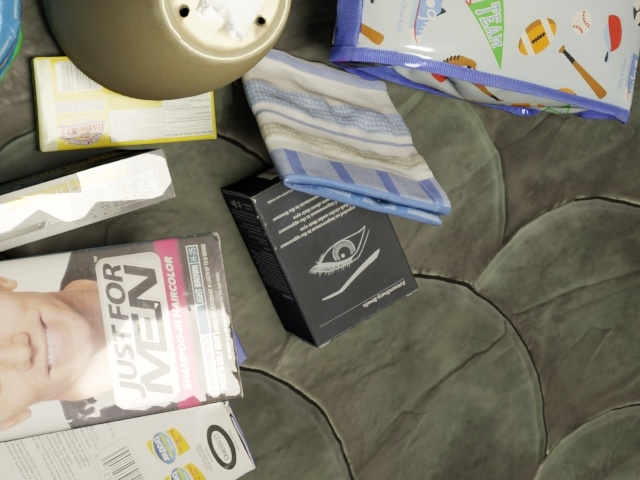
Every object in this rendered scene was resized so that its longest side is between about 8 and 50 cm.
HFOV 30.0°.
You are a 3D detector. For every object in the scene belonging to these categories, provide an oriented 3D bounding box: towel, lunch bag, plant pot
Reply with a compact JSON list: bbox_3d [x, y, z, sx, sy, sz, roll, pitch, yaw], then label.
[{"bbox_3d":[0.021,-0.127,1.351,0.209,0.285,0.034,12,122,-24],"label":"towel"},{"bbox_3d":[0.190,-0.329,1.409,0.385,0.239,0.328,7,92,-35],"label":"lunch bag"},{"bbox_3d":[-0.133,-0.256,1.208,0.256,0.274,0.256,-5,104,-21],"label":"plant pot"}]

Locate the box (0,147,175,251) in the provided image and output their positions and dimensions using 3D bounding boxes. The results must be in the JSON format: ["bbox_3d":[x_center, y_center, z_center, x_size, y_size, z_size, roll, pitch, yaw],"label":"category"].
[{"bbox_3d":[-0.289,-0.041,1.259,0.231,0.183,0.056,-19,100,-20],"label":"box"}]

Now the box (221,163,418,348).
[{"bbox_3d":[0.000,0.000,1.436,0.153,0.108,0.207,-28,108,-18],"label":"box"}]

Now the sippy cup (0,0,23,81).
[{"bbox_3d":[-0.393,-0.228,1.166,0.240,0.224,0.305,8,93,-25],"label":"sippy cup"}]

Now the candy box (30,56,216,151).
[{"bbox_3d":[-0.222,-0.161,1.360,0.206,0.027,0.105,-6,102,-23],"label":"candy box"}]

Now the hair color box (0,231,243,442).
[{"bbox_3d":[-0.264,0.101,1.174,0.347,0.105,0.174,-9,87,-18],"label":"hair color box"}]

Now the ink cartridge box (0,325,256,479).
[{"bbox_3d":[-0.255,0.195,1.324,0.395,0.151,0.270,-28,107,-16],"label":"ink cartridge box"}]
